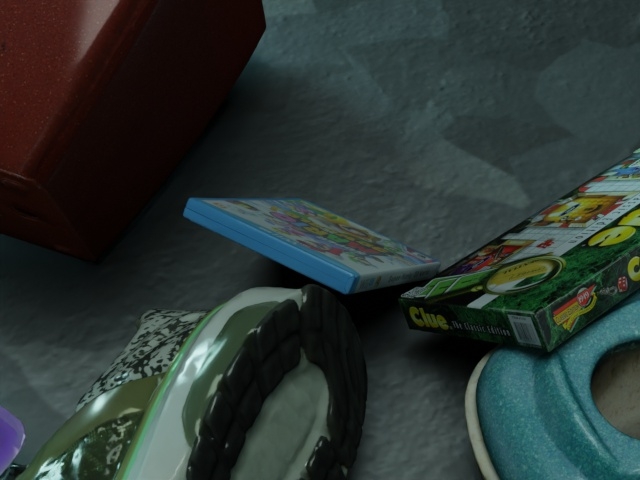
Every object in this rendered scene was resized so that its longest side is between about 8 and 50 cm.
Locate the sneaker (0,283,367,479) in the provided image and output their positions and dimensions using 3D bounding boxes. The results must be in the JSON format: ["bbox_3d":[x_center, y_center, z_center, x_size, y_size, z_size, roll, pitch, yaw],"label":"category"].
[{"bbox_3d":[-0.140,0.189,0.687,0.182,0.158,0.410,8,49,45],"label":"sneaker"}]

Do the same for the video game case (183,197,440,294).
[{"bbox_3d":[0.000,0.000,0.793,0.119,0.166,0.015,25,102,20],"label":"video game case"}]

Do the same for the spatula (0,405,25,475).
[{"bbox_3d":[-0.299,0.086,0.779,0.296,0.030,0.084,26,71,39],"label":"spatula"}]

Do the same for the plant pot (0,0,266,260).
[{"bbox_3d":[-0.209,-0.138,0.831,0.267,0.267,0.235,18,75,7],"label":"plant pot"}]

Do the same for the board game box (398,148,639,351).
[{"bbox_3d":[0.187,-0.008,0.782,0.260,0.030,0.136,-30,18,-28],"label":"board game box"}]

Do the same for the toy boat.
[{"bbox_3d":[0.244,0.136,0.666,0.268,0.148,0.318,-20,54,-11],"label":"toy boat"}]
